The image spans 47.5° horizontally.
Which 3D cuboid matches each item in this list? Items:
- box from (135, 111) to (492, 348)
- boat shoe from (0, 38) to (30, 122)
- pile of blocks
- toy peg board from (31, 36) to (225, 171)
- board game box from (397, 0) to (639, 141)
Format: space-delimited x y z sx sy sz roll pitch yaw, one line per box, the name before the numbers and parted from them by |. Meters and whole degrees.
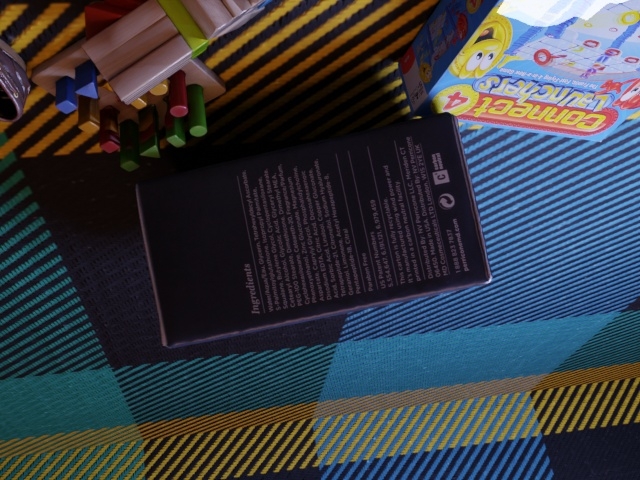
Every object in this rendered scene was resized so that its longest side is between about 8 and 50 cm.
box | 0.000 0.000 0.987 0.396 0.211 0.293 -13 175 4
boat shoe | -0.377 -0.197 0.736 0.073 0.073 0.207 -19 150 19
pile of blocks | -0.091 -0.269 0.689 0.362 0.149 0.112 -31 104 18
toy peg board | -0.218 -0.161 0.847 0.161 0.079 0.161 -22 150 22
board game box | 0.296 -0.251 0.838 0.308 0.086 0.302 3 149 -23
